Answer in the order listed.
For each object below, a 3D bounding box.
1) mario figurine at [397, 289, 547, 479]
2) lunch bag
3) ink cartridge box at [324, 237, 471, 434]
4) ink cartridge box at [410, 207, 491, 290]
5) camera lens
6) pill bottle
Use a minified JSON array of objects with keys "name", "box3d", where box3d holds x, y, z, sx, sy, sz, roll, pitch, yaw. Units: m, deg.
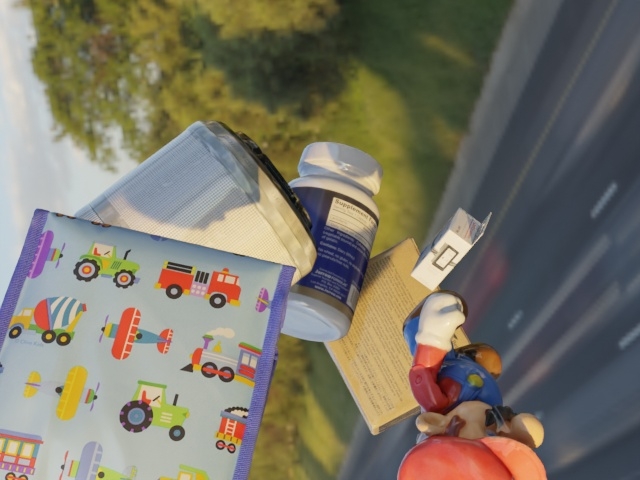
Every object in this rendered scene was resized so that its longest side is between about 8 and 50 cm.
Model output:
[{"name":"mario figurine","box3d":[0.174,0.174,1.280,0.320,0.198,0.170,-91,24,-62]},{"name":"lunch bag","box3d":[-0.158,0.142,0.968,0.138,0.220,0.293,102,-179,-48]},{"name":"ink cartridge box","box3d":[0.108,0.145,1.877,0.235,0.193,0.088,62,174,17]},{"name":"ink cartridge box","box3d":[0.124,0.003,1.175,0.083,0.028,0.048,-52,4,33]},{"name":"camera lens","box3d":[-0.158,0.012,1.427,0.219,0.274,0.219,51,173,9]},{"name":"pill bottle","box3d":[0.000,0.000,1.797,0.153,0.153,0.265,94,-168,-68]}]
